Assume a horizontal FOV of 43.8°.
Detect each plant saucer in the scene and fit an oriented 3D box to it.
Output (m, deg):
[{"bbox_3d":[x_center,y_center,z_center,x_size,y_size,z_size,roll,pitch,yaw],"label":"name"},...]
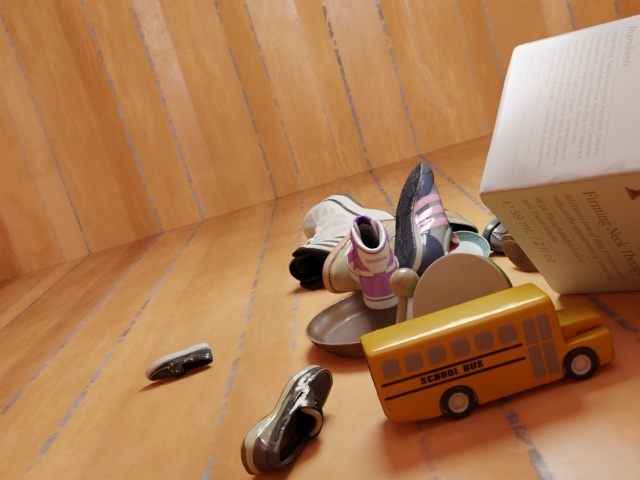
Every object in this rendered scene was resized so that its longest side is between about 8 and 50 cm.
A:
[{"bbox_3d":[0.313,0.028,1.752,0.119,0.021,0.119,-7,43,6],"label":"plant saucer"},{"bbox_3d":[0.124,0.148,1.511,0.310,0.050,0.310,-16,12,3],"label":"plant saucer"}]

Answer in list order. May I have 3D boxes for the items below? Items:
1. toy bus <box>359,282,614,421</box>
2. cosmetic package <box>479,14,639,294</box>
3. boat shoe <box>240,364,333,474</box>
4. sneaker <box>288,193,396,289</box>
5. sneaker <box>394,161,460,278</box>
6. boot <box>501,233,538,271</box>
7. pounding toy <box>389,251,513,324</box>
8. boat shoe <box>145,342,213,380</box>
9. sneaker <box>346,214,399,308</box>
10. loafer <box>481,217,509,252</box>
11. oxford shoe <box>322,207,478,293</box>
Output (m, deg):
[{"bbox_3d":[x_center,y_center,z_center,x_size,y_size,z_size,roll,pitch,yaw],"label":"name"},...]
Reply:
[{"bbox_3d":[0.234,0.155,1.131,0.332,0.130,0.108,-17,12,-1],"label":"toy bus"},{"bbox_3d":[0.525,-0.136,1.280,0.393,0.329,0.328,-7,53,40],"label":"cosmetic package"},{"bbox_3d":[-0.030,0.262,1.163,0.073,0.080,0.223,-3,23,33],"label":"boat shoe"},{"bbox_3d":[0.000,-0.001,2.058,0.257,0.169,0.447,-20,15,-23],"label":"sneaker"},{"bbox_3d":[0.240,-0.033,1.747,0.112,0.131,0.319,127,159,-49],"label":"sneaker"},{"bbox_3d":[0.478,0.008,1.603,0.152,0.073,0.197,-25,26,-26],"label":"boot"},{"bbox_3d":[0.233,0.117,1.301,0.236,0.183,0.110,-11,-12,41],"label":"pounding toy"},{"bbox_3d":[-0.286,0.254,1.616,0.142,0.049,0.040,-24,51,-8],"label":"boat shoe"},{"bbox_3d":[0.102,0.011,1.596,0.102,0.161,0.282,-16,18,-4],"label":"sneaker"},{"bbox_3d":[0.485,-0.041,1.811,0.267,0.096,0.084,-31,37,-25],"label":"loafer"},{"bbox_3d":[0.185,0.018,1.809,0.397,0.141,0.146,-27,24,-27],"label":"oxford shoe"}]
